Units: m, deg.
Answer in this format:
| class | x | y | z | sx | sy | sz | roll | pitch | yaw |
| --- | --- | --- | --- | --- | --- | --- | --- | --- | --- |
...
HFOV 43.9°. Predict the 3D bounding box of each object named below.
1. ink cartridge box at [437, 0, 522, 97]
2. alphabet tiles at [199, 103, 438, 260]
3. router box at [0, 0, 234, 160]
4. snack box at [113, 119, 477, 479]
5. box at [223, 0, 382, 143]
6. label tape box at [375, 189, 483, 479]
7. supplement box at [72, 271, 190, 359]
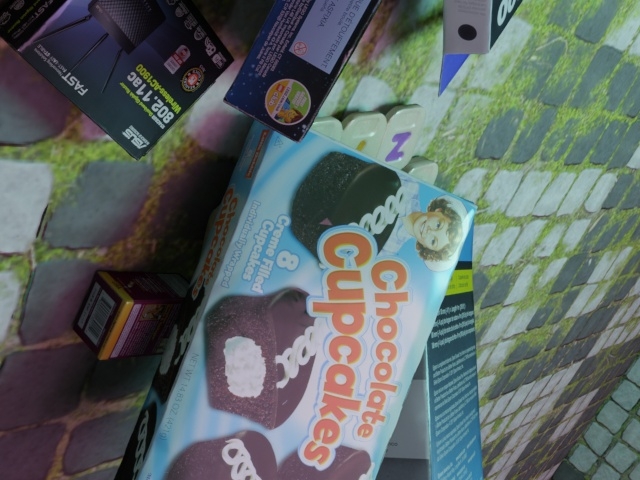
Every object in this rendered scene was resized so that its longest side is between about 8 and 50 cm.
| class | x | y | z | sx | sy | sz | roll | pitch | yaw |
| --- | --- | --- | --- | --- | --- | --- | --- | --- | --- |
| ink cartridge box | 0.153 | -0.244 | 0.613 | 0.206 | 0.045 | 0.208 | -54 | 155 | -30 |
| alphabet tiles | 0.000 | 0.000 | 0.752 | 0.284 | 0.021 | 0.278 | -17 | 135 | -42 |
| router box | -0.116 | -0.116 | 0.465 | 0.092 | 0.038 | 0.122 | -47 | 149 | -4 |
| snack box | -0.018 | 0.086 | 0.617 | 0.187 | 0.060 | 0.321 | 21 | 88 | -24 |
| box | 0.017 | -0.151 | 0.466 | 0.159 | 0.044 | 0.233 | -60 | -175 | 15 |
| label tape box | 0.095 | 0.119 | 0.833 | 0.241 | 0.106 | 0.333 | 6 | 82 | -69 |
| supplement box | -0.138 | 0.057 | 0.614 | 0.083 | 0.043 | 0.055 | 6 | 117 | -53 |
